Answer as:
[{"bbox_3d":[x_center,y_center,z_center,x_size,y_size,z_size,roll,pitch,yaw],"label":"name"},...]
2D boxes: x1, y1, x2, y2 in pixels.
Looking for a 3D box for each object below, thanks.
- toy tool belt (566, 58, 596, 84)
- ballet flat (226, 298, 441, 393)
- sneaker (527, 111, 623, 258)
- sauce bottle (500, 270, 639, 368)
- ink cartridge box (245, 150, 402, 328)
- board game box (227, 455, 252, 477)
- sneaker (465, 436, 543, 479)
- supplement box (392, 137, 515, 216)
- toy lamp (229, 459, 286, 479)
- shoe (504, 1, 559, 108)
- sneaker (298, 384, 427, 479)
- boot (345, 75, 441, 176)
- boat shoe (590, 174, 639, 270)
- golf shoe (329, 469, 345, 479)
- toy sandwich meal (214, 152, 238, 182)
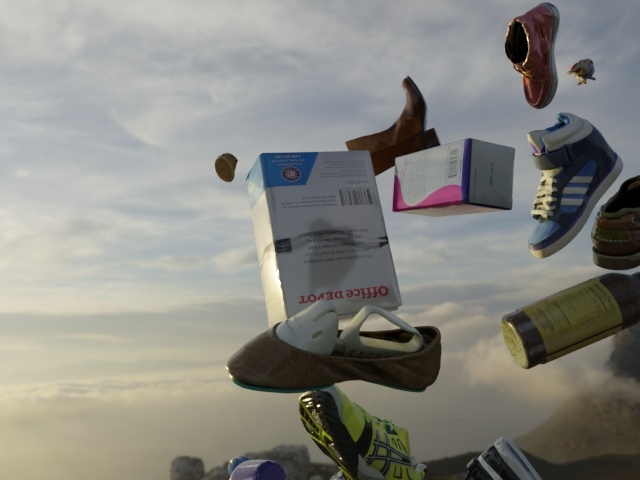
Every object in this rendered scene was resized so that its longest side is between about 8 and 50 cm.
[{"bbox_3d":[0.556,-0.353,1.191,0.052,0.051,0.083,-50,-12,34],"label":"toy tool belt"},{"bbox_3d":[0.038,0.151,0.823,0.342,0.124,0.116,9,19,-22],"label":"ballet flat"},{"bbox_3d":[0.546,-0.147,1.358,0.236,0.323,0.130,38,1,-11],"label":"sneaker"},{"bbox_3d":[0.509,0.128,1.047,0.344,0.112,0.111,-20,-10,-5],"label":"sauce bottle"},{"bbox_3d":[0.000,0.000,1.349,0.285,0.395,0.166,-4,-15,-23],"label":"ink cartridge box"},{"bbox_3d":[-0.171,0.629,1.450,0.133,0.169,0.033,-26,-10,40],"label":"board game box"},{"bbox_3d":[0.322,0.442,0.912,0.121,0.217,0.079,-46,-33,19],"label":"sneaker"},{"bbox_3d":[0.238,-0.108,1.048,0.113,0.111,0.220,6,-4,-27],"label":"supplement box"},{"bbox_3d":[-0.135,0.397,0.870,0.080,0.080,0.275,3,-34,-34],"label":"toy lamp"},{"bbox_3d":[0.344,-0.292,0.936,0.081,0.178,0.063,-29,40,-22],"label":"shoe"},{"bbox_3d":[0.086,0.391,1.120,0.147,0.385,0.145,-41,32,-21],"label":"sneaker"},{"bbox_3d":[0.213,-0.352,1.793,0.280,0.264,0.096,-20,1,19],"label":"boot"},{"bbox_3d":[0.572,-0.060,0.974,0.307,0.105,0.110,-31,26,-35],"label":"boat shoe"},{"bbox_3d":[0.048,0.625,1.397,0.198,0.077,0.093,-12,3,-36],"label":"golf shoe"},{"bbox_3d":[-0.257,-0.201,1.551,0.085,0.086,0.029,-16,13,46],"label":"toy sandwich meal"}]
